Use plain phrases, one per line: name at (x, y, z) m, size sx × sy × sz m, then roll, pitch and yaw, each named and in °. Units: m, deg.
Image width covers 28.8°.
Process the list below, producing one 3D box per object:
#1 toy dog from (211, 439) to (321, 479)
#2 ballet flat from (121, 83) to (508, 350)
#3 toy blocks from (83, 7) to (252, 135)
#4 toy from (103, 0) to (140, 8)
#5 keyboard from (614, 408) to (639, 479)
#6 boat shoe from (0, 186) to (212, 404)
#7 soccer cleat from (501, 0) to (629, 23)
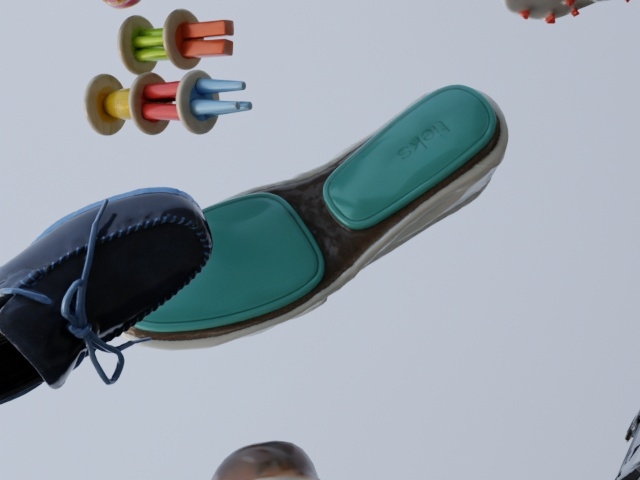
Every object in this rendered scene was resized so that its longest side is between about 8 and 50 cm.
toy dog at (-0.134, 0.317, 0.914) m, size 0.408 × 0.284 × 0.395 m, roll -27°, pitch -56°, yaw -2°
ballet flat at (0.000, 0.000, 1.143) m, size 0.400 × 0.139 × 0.139 m, roll -30°, pitch -47°, yaw -5°
toy blocks at (-0.110, -0.140, 1.025) m, size 0.054 × 0.148 × 0.123 m, roll 55°, pitch -132°, yaw -44°
toy at (-0.161, -0.241, 1.094) m, size 0.137 × 0.237 × 0.056 m, roll -40°, pitch -58°, yaw -29°
keyboard at (0.391, 0.122, 1.323) m, size 0.317 × 0.033 × 0.201 m, roll -59°, pitch -9°, yaw -18°
boat shoe at (-0.178, 0.064, 0.803) m, size 0.258 × 0.089 × 0.109 m, roll -34°, pitch -59°, yaw 6°
soccer cleat at (0.267, -0.279, 1.314) m, size 0.196 × 0.076 × 0.068 m, roll -14°, pitch -36°, yaw -21°
